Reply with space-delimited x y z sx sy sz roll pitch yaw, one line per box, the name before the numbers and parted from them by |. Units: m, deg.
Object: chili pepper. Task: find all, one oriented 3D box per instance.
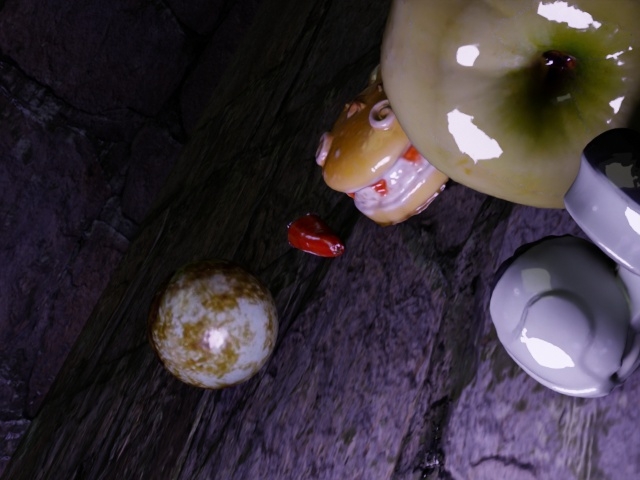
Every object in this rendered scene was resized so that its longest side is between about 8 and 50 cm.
chili pepper | 0.004 0.000 1.963 0.088 0.064 0.169 -29 24 -14

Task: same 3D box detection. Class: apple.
apple | 0.300 -0.271 1.272 0.473 0.474 0.473 -42 22 22

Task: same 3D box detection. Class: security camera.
security camera | 0.304 0.037 1.094 0.191 0.197 0.277 50 118 37

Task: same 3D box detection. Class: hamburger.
hamburger | 0.131 -0.194 1.839 0.261 0.186 0.302 -12 41 58

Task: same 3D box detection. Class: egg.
egg | -0.197 0.148 1.869 0.238 0.238 0.289 -51 11 1
